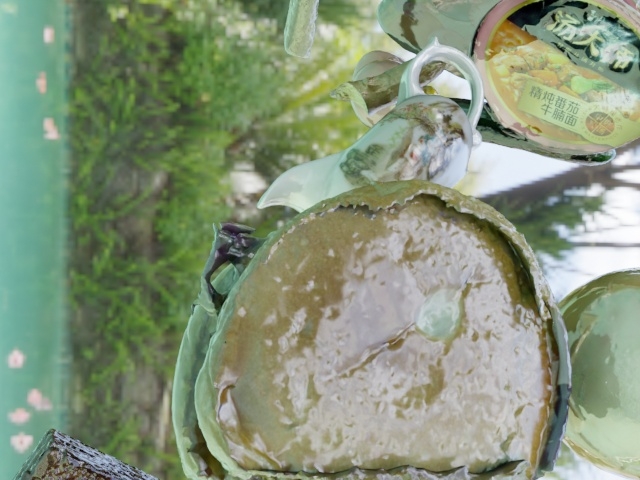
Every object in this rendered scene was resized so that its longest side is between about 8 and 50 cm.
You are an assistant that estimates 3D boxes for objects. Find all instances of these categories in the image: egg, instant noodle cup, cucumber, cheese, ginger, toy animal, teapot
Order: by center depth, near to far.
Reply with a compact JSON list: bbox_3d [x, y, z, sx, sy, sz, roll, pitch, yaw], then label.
[{"bbox_3d":[0.301,0.124,1.138,0.244,0.201,0.201,174,-83,-73],"label":"egg"},{"bbox_3d":[0.075,-0.090,1.318,0.139,0.298,0.204,48,-23,2],"label":"teapot"},{"bbox_3d":[0.083,-0.178,1.401,0.044,0.137,0.057,-94,159,-48],"label":"ginger"},{"bbox_3d":[0.328,-0.265,1.464,0.244,0.244,0.255,100,17,-46],"label":"instant noodle cup"},{"bbox_3d":[0.232,-0.143,1.529,0.056,0.284,0.056,13,90,-82],"label":"cucumber"},{"bbox_3d":[-0.019,-0.341,1.665,0.065,0.043,0.194,-92,-170,-51],"label":"cheese"},{"bbox_3d":[0.125,-0.268,2.218,0.149,0.165,0.248,-48,-176,1],"label":"toy animal"}]

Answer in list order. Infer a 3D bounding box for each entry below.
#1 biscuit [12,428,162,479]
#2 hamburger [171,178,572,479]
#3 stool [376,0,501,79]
[{"bbox_3d":[-0.225,0.371,1.584,0.107,0.388,0.073,-55,-152,6],"label":"biscuit"},{"bbox_3d":[0.045,0.093,1.009,0.195,0.318,0.277,135,-39,-70],"label":"hamburger"},{"bbox_3d":[0.287,-0.427,1.968,0.310,0.310,0.226,-40,-153,64],"label":"stool"}]
